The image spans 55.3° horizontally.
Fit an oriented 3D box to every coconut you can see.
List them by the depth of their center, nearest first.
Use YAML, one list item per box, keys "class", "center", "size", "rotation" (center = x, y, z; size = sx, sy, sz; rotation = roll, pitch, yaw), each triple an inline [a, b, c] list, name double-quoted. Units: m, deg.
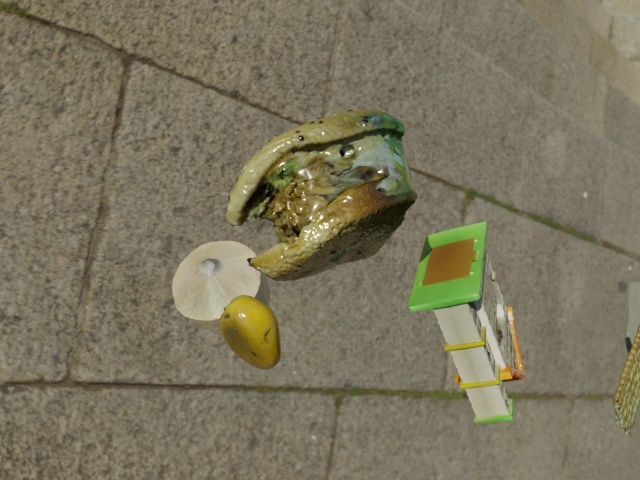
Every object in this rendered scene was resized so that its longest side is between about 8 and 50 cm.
- class: "coconut"
  center: [-0.256, 0.120, 1.600]
  size: [0.239, 0.239, 0.244]
  rotation: [-65, 160, -18]

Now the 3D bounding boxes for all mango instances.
- class: "mango"
  center: [-0.151, 0.213, 1.370]
  size: [0.195, 0.137, 0.098]
  rotation: [65, 34, -21]

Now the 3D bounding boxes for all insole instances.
- class: "insole"
  center: [0.637, 0.175, 1.217]
  size: [0.010, 0.063, 0.192]
  rotation: [89, 8, -67]

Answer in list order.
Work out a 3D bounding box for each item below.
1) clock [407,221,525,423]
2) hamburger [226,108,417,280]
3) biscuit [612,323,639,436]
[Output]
- class: "clock"
  center: [0.247, 0.138, 0.991]
  size: [0.255, 0.106, 0.220]
  rotation: [66, 27, -21]
- class: "hamburger"
  center: [0.025, -0.073, 0.826]
  size: [0.288, 0.192, 0.167]
  rotation: [-16, 64, -43]
- class: "biscuit"
  center: [0.532, 0.244, 1.040]
  size: [0.203, 0.016, 0.144]
  rotation: [-48, 130, -38]
